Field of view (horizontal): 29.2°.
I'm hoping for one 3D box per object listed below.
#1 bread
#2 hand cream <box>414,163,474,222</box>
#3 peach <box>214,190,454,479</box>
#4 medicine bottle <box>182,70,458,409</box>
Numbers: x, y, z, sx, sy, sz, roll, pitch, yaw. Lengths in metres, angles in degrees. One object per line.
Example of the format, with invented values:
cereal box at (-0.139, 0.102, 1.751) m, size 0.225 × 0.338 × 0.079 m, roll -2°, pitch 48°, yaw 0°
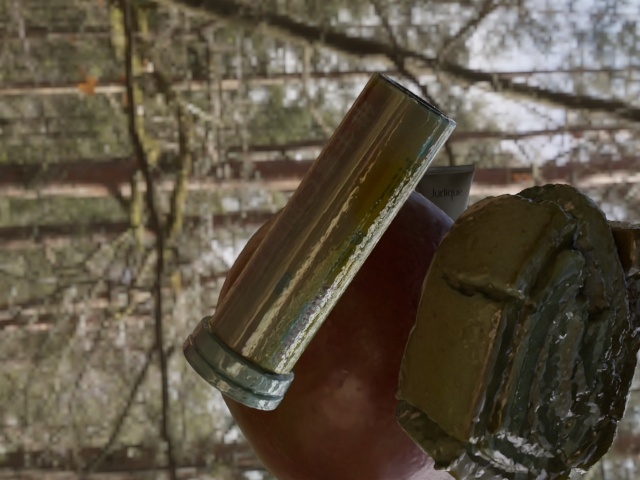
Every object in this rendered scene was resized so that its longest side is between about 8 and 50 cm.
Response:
bread at (0.101, 0.048, 0.594) m, size 0.064 × 0.117 × 0.156 m, roll 35°, pitch -57°, yaw 52°
hand cream at (0.152, -0.008, 1.589) m, size 0.054 × 0.087 × 0.186 m, roll -132°, pitch -139°, yaw -60°
peach at (0.044, 0.099, 1.234) m, size 0.308 × 0.308 × 0.332 m, roll -147°, pitch -125°, yaw -81°
medicine bottle at (0.000, 0.000, 0.775) m, size 0.218 × 0.074 × 0.074 m, roll -56°, pitch -164°, yaw 11°
